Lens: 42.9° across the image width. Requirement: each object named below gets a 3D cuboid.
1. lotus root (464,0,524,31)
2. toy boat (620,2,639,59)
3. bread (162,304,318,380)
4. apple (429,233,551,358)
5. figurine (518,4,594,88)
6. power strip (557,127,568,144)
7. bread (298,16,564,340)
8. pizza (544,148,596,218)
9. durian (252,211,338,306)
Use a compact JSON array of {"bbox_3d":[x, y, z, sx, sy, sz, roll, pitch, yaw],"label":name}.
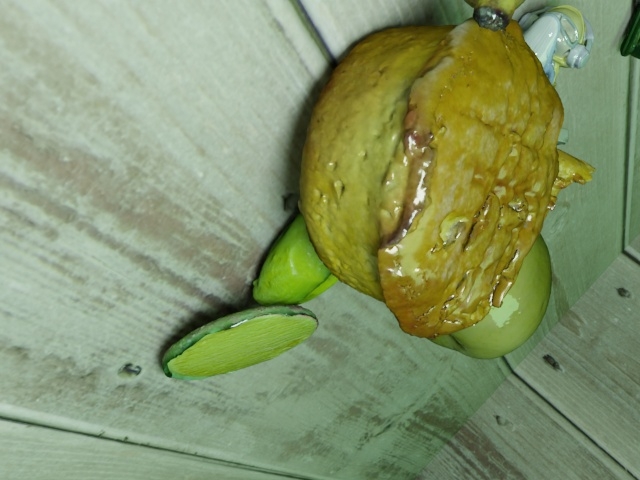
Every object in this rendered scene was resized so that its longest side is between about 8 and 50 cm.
[{"bbox_3d":[0.187,-0.324,0.892,0.138,0.214,0.138,-4,166,-1],"label":"lotus root"},{"bbox_3d":[0.626,-0.437,1.525,0.104,0.052,0.210,-25,147,-33],"label":"toy boat"},{"bbox_3d":[-0.115,0.142,1.147,0.228,0.033,0.228,-19,158,-8],"label":"bread"},{"bbox_3d":[0.268,0.064,1.449,0.254,0.292,0.292,-48,154,-11],"label":"apple"},{"bbox_3d":[0.329,-0.268,1.243,0.184,0.128,0.208,-43,161,-16],"label":"figurine"},{"bbox_3d":[0.302,-0.176,1.287,0.226,0.080,0.029,8,87,-27],"label":"power strip"},{"bbox_3d":[0.145,-0.082,1.006,0.398,0.215,0.398,-24,122,-44],"label":"bread"},{"bbox_3d":[0.259,-0.071,1.280,0.365,0.074,0.182,-2,101,-10],"label":"pizza"},{"bbox_3d":[0.000,0.000,1.142,0.250,0.101,0.139,-52,-174,11],"label":"durian"}]
